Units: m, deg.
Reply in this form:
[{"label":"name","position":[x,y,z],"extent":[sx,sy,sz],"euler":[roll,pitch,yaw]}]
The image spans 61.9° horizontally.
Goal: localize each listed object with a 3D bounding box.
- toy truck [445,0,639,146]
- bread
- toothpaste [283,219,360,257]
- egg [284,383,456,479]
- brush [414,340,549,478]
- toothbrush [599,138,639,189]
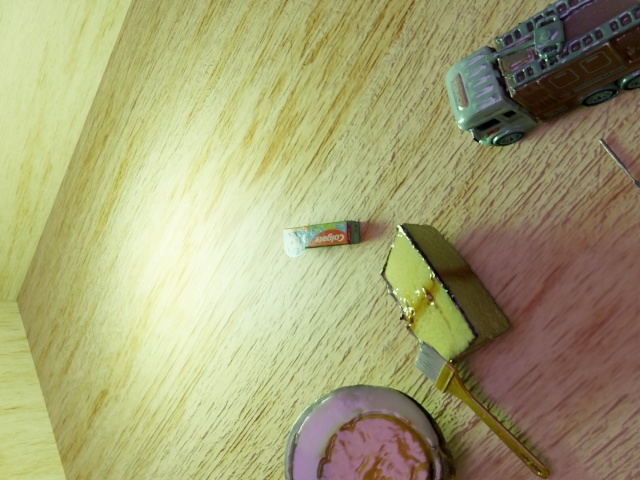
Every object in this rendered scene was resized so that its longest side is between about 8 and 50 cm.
[{"label":"toy truck","position":[0.336,-0.260,0.794],"extent":[0.306,0.162,0.136],"euler":[-24,70,40]},{"label":"bread","position":[0.178,0.109,0.927],"extent":[0.178,0.135,0.240],"euler":[-48,58,31]},{"label":"toothpaste","position":[0.000,0.000,1.173],"extent":[0.194,0.044,0.070],"euler":[-6,83,44]},{"label":"egg","position":[0.096,0.397,0.967],"extent":[0.287,0.174,0.264],"euler":[-28,66,12]},{"label":"brush","position":[0.261,0.279,0.879],"extent":[0.272,0.013,0.103],"euler":[44,156,27]},{"label":"toothbrush","position":[0.441,-0.113,0.786],"extent":[0.006,0.008,0.096],"euler":[-36,61,20]}]
